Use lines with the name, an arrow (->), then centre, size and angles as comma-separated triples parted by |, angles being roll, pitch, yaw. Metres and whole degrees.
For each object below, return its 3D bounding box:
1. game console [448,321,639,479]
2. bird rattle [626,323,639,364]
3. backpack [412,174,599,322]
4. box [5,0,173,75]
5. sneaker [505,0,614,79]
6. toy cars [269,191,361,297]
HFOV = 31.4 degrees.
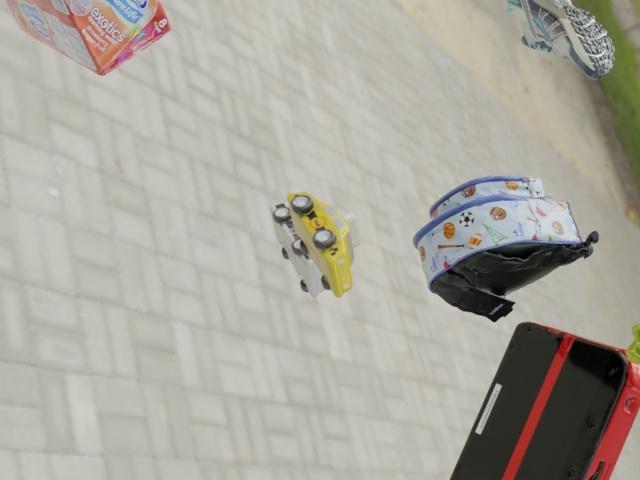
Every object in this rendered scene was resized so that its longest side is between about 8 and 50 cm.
game console -> 0.411, 0.353, 2.091 | 0.060, 0.342, 0.387 | 28, 83, -28
bird rattle -> 0.619, 0.200, 1.831 | 0.253, 0.143, 0.207 | 47, -6, 26
backpack -> 0.304, 0.001, 2.035 | 0.263, 0.276, 0.213 | -3, 60, -43
box -> -0.324, -0.329, 1.500 | 0.257, 0.122, 0.128 | 31, -29, 45
sneaker -> 0.464, -0.407, 2.225 | 0.110, 0.122, 0.283 | -3, 54, -40
toy cars -> 0.000, 0.000, 1.870 | 0.393, 0.087, 0.176 | 166, -97, -79
